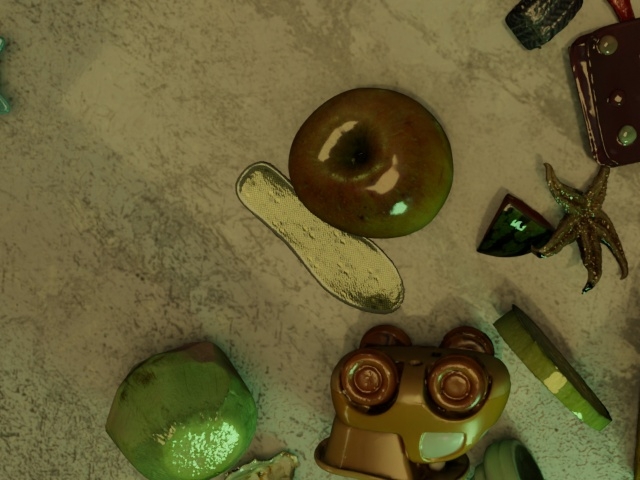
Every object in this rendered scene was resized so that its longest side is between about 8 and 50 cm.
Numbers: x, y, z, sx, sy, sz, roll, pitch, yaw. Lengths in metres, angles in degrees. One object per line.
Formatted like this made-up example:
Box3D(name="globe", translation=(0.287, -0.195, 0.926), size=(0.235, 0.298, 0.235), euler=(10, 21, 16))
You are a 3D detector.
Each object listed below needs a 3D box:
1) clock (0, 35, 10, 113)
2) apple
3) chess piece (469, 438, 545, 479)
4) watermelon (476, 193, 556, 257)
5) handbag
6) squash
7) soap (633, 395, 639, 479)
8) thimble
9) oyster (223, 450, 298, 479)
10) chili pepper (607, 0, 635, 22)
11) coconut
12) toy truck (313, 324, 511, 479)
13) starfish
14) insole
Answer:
Box3D(name="clock", translation=(-0.606, -0.248, 1.672), size=(0.274, 0.094, 0.224), euler=(0, 100, 4))
Box3D(name="apple", translation=(0.077, -0.105, 1.576), size=(0.236, 0.207, 0.237), euler=(-2, 83, 16))
Box3D(name="chess piece", translation=(0.207, 0.415, 1.682), size=(0.271, 0.139, 0.139), euler=(-28, 95, 20))
Box3D(name="watermelon", translation=(0.287, -0.033, 1.610), size=(0.125, 0.135, 0.094), euler=(-7, 63, 11))
Box3D(name="handbag", translation=(0.478, -0.218, 1.546), size=(0.216, 0.074, 0.203), euler=(-13, 98, -3))
Box3D(name="squash", translation=(0.336, 0.189, 1.573), size=(0.041, 0.219, 0.219), euler=(-42, 93, 10))
Box3D(name="soap", translation=(0.528, 0.240, 1.568), size=(0.096, 0.204, 0.325), euler=(3, 100, 3))
Box3D(name="thimble", translation=(0.319, -0.326, 1.555), size=(0.066, 0.095, 0.104), euler=(46, 65, -12))
Box3D(name="oyster", translation=(-0.104, 0.395, 1.740), size=(0.148, 0.051, 0.103), euler=(-9, 87, -1))
Box3D(name="chili pepper", translation=(0.418, -0.366, 1.568), size=(0.045, 0.027, 0.178), euler=(-25, 99, 9))
Box3D(name="coconut", translation=(-0.210, 0.259, 1.657), size=(0.236, 0.236, 0.204), euler=(-46, 125, 11))
Box3D(name="toy truck", translation=(0.134, 0.240, 1.610), size=(0.287, 0.204, 0.212), euler=(3, 101, 12))
Box3D(name="starfish", translation=(0.392, -0.037, 1.597), size=(0.213, 0.057, 0.238), euler=(31, 68, -30))
Box3D(name="insole", translation=(0.000, 0.000, 1.687), size=(0.322, 0.007, 0.109), euler=(42, 101, -2))
